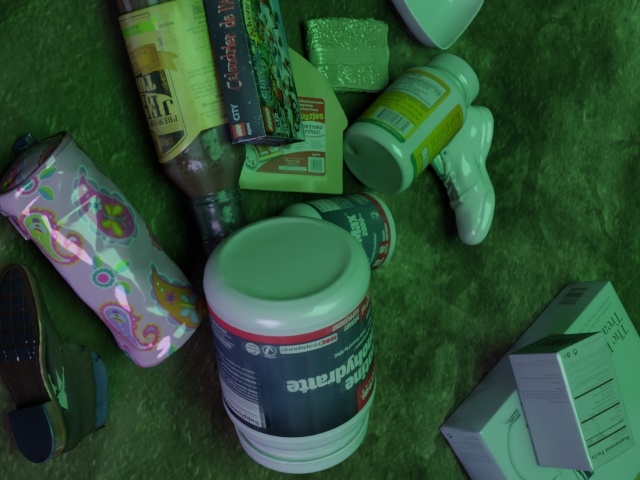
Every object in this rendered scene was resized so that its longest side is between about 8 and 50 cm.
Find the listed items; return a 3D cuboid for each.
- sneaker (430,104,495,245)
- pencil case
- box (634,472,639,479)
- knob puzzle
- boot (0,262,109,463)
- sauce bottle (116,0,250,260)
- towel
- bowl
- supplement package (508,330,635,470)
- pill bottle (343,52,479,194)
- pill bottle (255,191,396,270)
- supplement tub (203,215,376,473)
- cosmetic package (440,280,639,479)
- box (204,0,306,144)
[{"bbox_3d":[0.202,-0.099,1.640,0.094,0.080,0.212,5,79,-27],"label":"sneaker"},{"bbox_3d":[-0.249,0.010,1.246,0.124,0.124,0.284,-51,118,-27],"label":"pencil case"},{"bbox_3d":[0.515,0.385,1.907,0.164,0.021,0.201,-45,115,-30],"label":"box"},{"bbox_3d":[-0.054,-0.159,1.449,0.213,0.030,0.213,3,85,-28],"label":"knob puzzle"},{"bbox_3d":[-0.302,0.130,1.242,0.106,0.082,0.219,-8,91,-60],"label":"boot"},{"bbox_3d":[-0.152,-0.147,1.324,0.111,0.111,0.344,-22,102,-37],"label":"sauce bottle"},{"bbox_3d":[0.039,-0.257,1.531,0.148,0.027,0.110,-7,93,-38],"label":"towel"},{"bbox_3d":[0.160,-0.362,1.612,0.142,0.053,0.142,52,60,-27],"label":"bowl"},{"bbox_3d":[0.368,0.234,1.615,0.105,0.105,0.179,-18,94,-35],"label":"supplement package"},{"bbox_3d":[0.131,-0.170,1.546,0.208,0.118,0.117,-48,117,-29],"label":"pill bottle"},{"bbox_3d":[0.000,0.000,1.446,0.180,0.108,0.108,-12,97,-38],"label":"pill bottle"},{"bbox_3d":[-0.031,0.125,1.316,0.191,0.191,0.272,-36,137,-33],"label":"supplement tub"},{"bbox_3d":[0.391,0.286,1.750,0.377,0.097,0.284,-42,111,-31],"label":"cosmetic package"},{"bbox_3d":[-0.082,-0.232,1.342,0.159,0.044,0.233,-13,91,-74],"label":"box"}]
